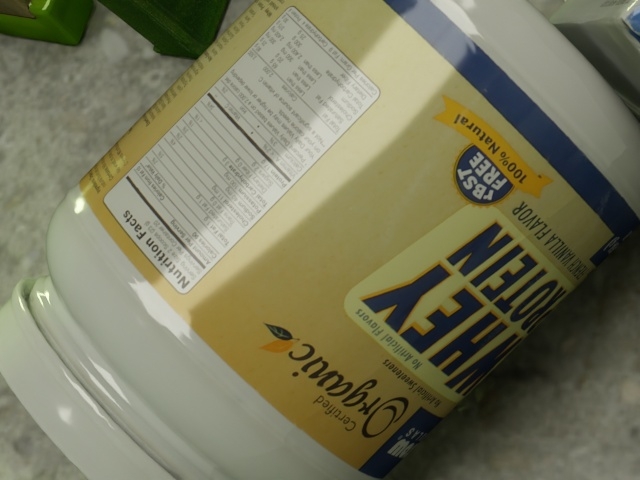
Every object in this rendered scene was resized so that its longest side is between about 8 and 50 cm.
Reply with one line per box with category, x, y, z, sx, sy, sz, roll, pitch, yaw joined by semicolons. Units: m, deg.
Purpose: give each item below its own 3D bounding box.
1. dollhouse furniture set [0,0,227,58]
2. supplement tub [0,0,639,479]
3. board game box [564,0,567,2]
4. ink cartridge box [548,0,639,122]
dollhouse furniture set;-0.138;-0.291;1.229;0.197;0.151;0.302;12;75;31
supplement tub;0.000;0.000;0.990;0.316;0.228;0.228;-45;56;4
board game box;0.226;-0.384;1.141;0.390;0.050;0.390;-34;58;10
ink cartridge box;0.306;-0.194;0.876;0.151;0.270;0.395;42;94;-4
